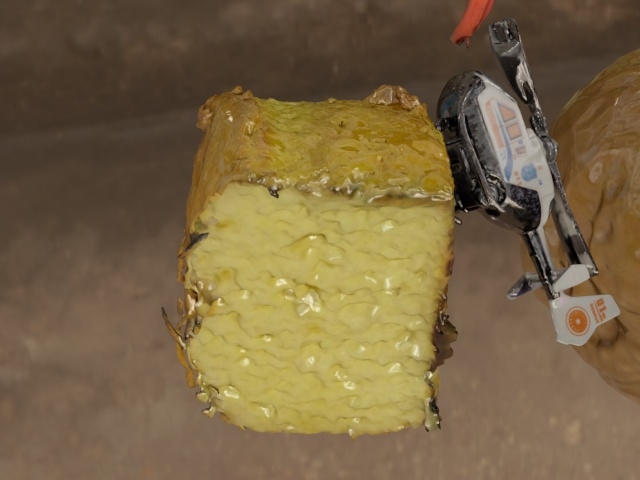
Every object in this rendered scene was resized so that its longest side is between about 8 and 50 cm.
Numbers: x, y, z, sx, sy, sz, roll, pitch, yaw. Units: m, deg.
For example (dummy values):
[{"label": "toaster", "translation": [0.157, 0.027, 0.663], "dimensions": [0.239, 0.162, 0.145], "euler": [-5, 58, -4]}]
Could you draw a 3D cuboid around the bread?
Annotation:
[{"label": "bread", "translation": [-0.003, -0.003, 1.059], "dimensions": [0.160, 0.260, 0.147], "euler": [0, 53, 4]}]

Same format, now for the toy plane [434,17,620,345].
[{"label": "toy plane", "translation": [0.117, -0.027, 1.106], "dimensions": [0.078, 0.053, 0.197], "euler": [-26, 96, -30]}]

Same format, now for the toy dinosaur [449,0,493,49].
[{"label": "toy dinosaur", "translation": [0.085, -0.257, 1.102], "dimensions": [0.139, 0.286, 0.070], "euler": [12, 19, -30]}]

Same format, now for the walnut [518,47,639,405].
[{"label": "walnut", "translation": [0.341, -0.005, 1.486], "dimensions": [0.308, 0.398, 0.354], "euler": [-40, 98, -21]}]
